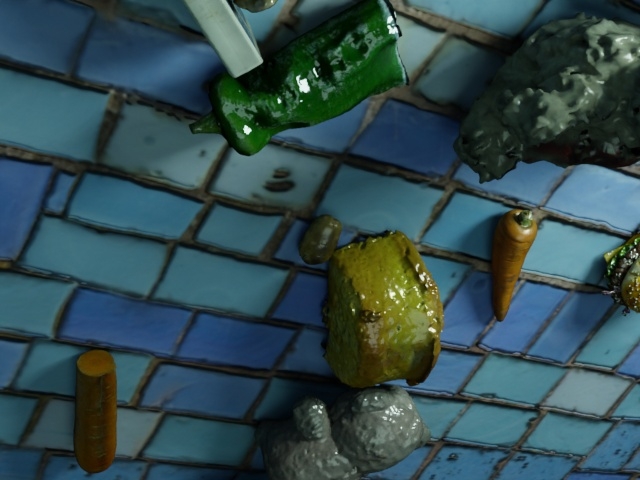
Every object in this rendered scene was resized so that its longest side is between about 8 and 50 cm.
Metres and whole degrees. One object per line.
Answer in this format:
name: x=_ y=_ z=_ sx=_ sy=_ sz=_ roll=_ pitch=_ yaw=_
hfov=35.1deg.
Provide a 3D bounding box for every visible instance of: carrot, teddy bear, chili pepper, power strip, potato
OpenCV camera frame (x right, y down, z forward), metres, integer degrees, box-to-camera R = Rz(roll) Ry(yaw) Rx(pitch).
carrot: x=-0.330 y=0.259 z=1.493 sx=0.067 sy=0.067 sz=0.225 roll=-3 pitch=128 yaw=-18
teddy bear: x=0.390 y=-0.146 z=1.222 sx=0.357 sy=0.367 sz=0.224 roll=-8 pitch=118 yaw=-20
chili pepper: x=-0.030 y=-0.184 z=1.211 sx=0.270 sy=0.099 sz=0.136 roll=-28 pitch=158 yaw=-4
power strip: x=-0.162 y=-0.322 z=1.033 sx=0.043 sy=0.106 sz=0.367 roll=-28 pitch=133 yaw=7
carrot: x=0.285 y=0.041 z=1.556 sx=0.061 sy=0.061 sz=0.256 roll=-10 pitch=140 yaw=-12
potato: x=0.000 y=0.000 z=1.413 sx=0.051 sy=0.040 sz=0.083 roll=5 pitch=128 yaw=-31
teddy bear: x=0.032 y=0.316 z=1.620 sx=0.267 sy=0.151 sz=0.236 roll=-36 pitch=134 yaw=13

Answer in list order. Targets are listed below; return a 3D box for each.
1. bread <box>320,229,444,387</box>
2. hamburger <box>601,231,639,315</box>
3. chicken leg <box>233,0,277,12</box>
bread: x=0.097 y=0.127 z=1.489 sx=0.160 sy=0.147 sz=0.260 roll=-9 pitch=131 yaw=-18
hamburger: x=0.549 y=0.049 z=1.628 sx=0.189 sy=0.093 sz=0.164 roll=-41 pitch=130 yaw=13
chicken leg: x=0.014 y=-0.321 z=1.090 sx=0.251 sy=0.107 sz=0.087 roll=-29 pitch=111 yaw=-6
